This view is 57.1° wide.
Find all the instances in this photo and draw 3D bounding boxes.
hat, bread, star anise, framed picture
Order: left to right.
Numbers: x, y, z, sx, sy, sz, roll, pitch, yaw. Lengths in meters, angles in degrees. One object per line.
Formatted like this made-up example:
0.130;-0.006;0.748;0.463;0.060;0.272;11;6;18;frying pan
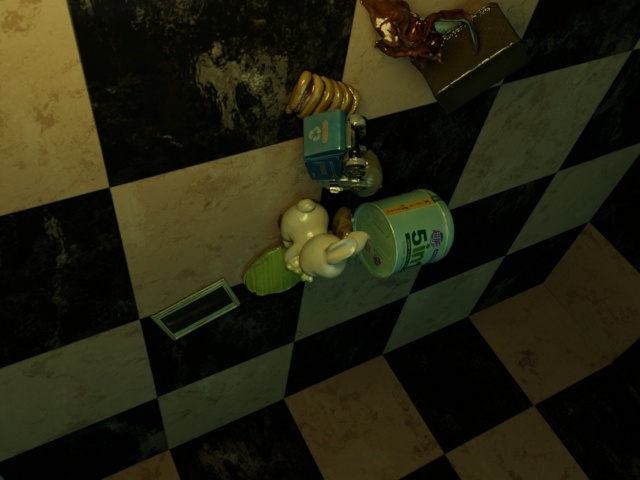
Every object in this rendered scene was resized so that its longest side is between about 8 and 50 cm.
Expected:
-0.451;0.259;2.165;0.293;0.018;0.231;-28;150;-6;framed picture
-0.151;0.104;2.193;0.301;0.045;0.301;-22;146;-16;bread
0.007;-0.377;1.603;0.225;0.081;0.134;1;138;-44;bread
0.088;-0.017;2.070;0.088;0.232;0.128;-8;135;2;bread
0.110;-0.198;1.927;0.173;0.144;0.166;-35;157;-45;hat
0.258;-0.524;1.494;0.346;0.237;0.148;6;94;-17;star anise

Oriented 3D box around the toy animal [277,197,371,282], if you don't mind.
0.000;0.005;1.926;0.183;0.310;0.247;0;131;-39;toy animal

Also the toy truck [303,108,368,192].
0.051;-0.248;1.676;0.175;0.146;0.367;0;167;7;toy truck

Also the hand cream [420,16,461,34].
0.310;-0.587;1.614;0.205;0.050;0.078;-14;163;-24;hand cream

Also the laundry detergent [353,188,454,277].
0.320;-0.036;2.185;0.305;0.287;0.287;-15;146;-26;laundry detergent

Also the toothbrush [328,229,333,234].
0.019;-0.028;2.181;0.288;0.021;0.024;-1;149;-41;toothbrush

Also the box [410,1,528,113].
0.423;-0.509;1.662;0.273;0.143;0.184;-31;161;21;box
